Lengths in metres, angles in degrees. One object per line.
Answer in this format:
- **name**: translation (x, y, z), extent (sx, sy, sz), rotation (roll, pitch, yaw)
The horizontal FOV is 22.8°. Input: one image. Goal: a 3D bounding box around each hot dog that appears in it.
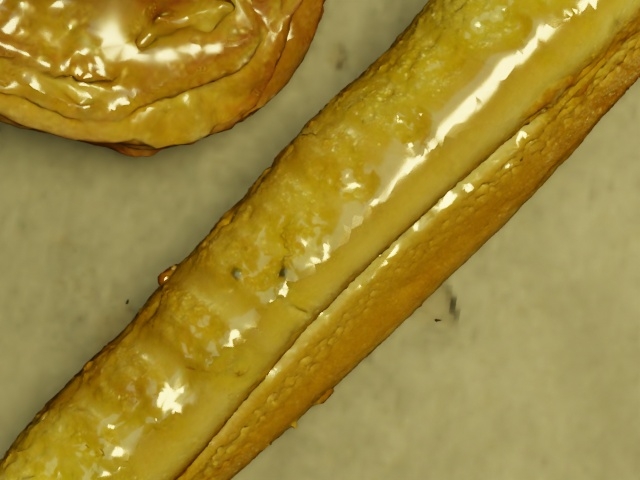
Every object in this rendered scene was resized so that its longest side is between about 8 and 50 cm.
- **hot dog**: translation (0.002, 0.002, 0.505), extent (0.286, 0.088, 0.061), rotation (-44, 72, -2)
- **hot dog**: translation (-0.103, -0.126, 0.537), extent (0.227, 0.099, 0.160), rotation (26, 85, 15)
